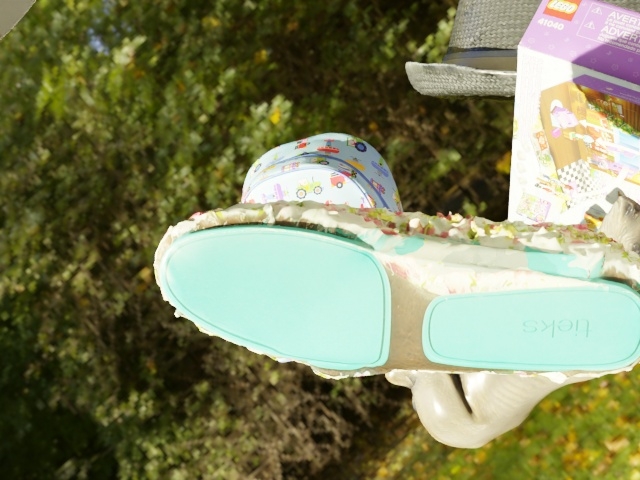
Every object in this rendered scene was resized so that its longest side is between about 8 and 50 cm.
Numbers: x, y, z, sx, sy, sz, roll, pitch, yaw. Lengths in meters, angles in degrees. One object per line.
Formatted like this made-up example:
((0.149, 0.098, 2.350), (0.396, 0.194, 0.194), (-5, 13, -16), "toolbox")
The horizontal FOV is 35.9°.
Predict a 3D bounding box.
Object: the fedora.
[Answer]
((0.247, -0.200, 0.898), (0.334, 0.152, 0.334), (2, 7, 0), "fedora")

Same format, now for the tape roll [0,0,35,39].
((-0.276, -0.175, 0.615), (0.219, 0.219, 0.072), (-40, -42, -9), "tape roll")

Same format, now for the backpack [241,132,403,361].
((0.000, 0.000, 0.863), (0.158, 0.173, 0.117), (-13, 12, 18), "backpack")

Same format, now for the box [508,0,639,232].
((0.244, -0.047, 0.727), (0.057, 0.201, 0.293), (-61, -19, -18), "box")

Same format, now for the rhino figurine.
((0.152, 0.054, 0.676), (0.243, 0.106, 0.073), (-36, -9, 16), "rhino figurine")

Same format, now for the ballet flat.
((0.043, 0.021, 0.484), (0.077, 0.241, 0.091), (-73, -9, -66), "ballet flat")
